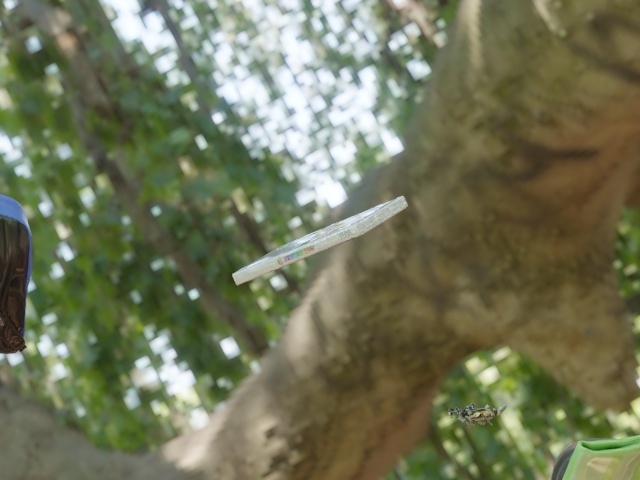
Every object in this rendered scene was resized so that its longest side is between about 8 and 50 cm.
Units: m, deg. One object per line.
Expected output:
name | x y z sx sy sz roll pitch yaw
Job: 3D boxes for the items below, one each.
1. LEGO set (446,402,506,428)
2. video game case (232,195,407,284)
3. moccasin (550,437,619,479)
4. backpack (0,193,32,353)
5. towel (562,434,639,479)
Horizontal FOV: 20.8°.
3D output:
LEGO set | 0.144 0.166 1.623 0.054 0.023 0.083 -8 -1 21
video game case | 0.000 0.000 1.357 0.122 0.011 0.087 -23 4 32
moccasin | 0.246 0.378 1.689 0.139 0.380 0.147 8 -3 32
backpack | -0.282 0.018 1.390 0.098 0.101 0.120 2 -66 -18
towel | 0.174 0.183 1.040 0.113 0.023 0.152 -3 -60 -35
